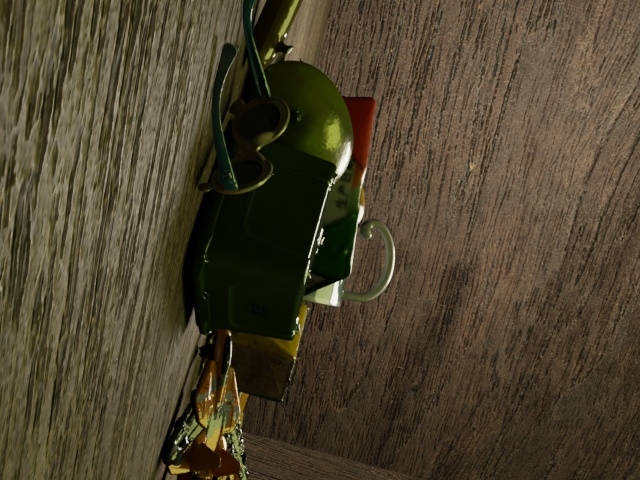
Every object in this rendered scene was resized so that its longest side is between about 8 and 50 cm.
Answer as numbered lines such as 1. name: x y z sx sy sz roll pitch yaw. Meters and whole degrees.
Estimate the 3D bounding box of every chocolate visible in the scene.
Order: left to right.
1. chocolate: -0.035 -0.080 1.774 0.360 0.161 0.341 149 -49 -72

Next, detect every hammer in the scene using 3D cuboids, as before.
1. hammer: -0.030 -0.374 1.268 0.202 0.113 0.306 -19 132 -87

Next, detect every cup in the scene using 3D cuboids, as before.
1. cup: 0.000 0.000 2.088 0.259 0.356 0.275 -176 -81 -84

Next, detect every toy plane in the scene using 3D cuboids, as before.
1. toy plane: -0.204 0.287 1.703 0.103 0.204 0.316 -26 -128 33

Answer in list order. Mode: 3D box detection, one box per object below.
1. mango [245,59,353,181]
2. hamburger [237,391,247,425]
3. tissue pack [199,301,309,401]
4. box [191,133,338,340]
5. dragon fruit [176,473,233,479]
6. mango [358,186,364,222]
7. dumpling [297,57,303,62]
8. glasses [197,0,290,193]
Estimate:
1. mango: -0.027 -0.170 1.461 0.149 0.185 0.273 -36 151 -12
2. hamburger: -0.235 0.381 2.271 0.186 0.113 0.177 94 13 -47
3. tissue pack: -0.139 0.215 2.015 0.271 0.192 0.134 -78 -175 -69
4. box: -0.084 0.005 1.389 0.329 0.177 0.253 107 -3 -67
5. dragon fruit: -0.256 0.498 1.754 0.262 0.134 0.212 -48 -147 41
6. mango: 0.056 -0.080 1.897 0.190 0.075 0.098 -109 -163 -67
7. dumpling: -0.056 -0.292 1.940 0.332 0.086 0.166 79 -3 -77
8. glasses: -0.079 -0.177 1.122 0.221 0.088 0.190 105 0 -49
